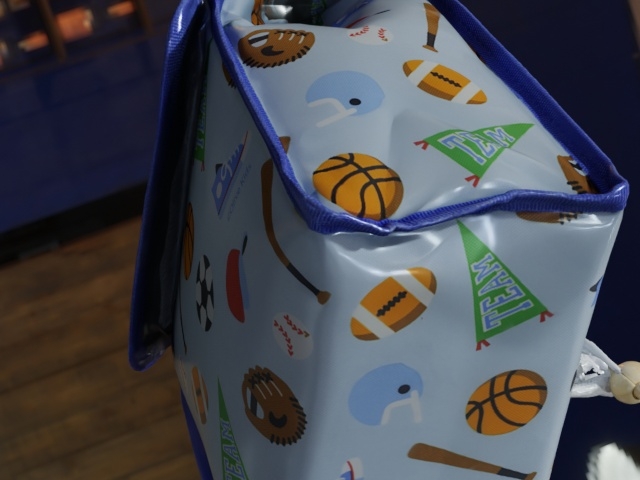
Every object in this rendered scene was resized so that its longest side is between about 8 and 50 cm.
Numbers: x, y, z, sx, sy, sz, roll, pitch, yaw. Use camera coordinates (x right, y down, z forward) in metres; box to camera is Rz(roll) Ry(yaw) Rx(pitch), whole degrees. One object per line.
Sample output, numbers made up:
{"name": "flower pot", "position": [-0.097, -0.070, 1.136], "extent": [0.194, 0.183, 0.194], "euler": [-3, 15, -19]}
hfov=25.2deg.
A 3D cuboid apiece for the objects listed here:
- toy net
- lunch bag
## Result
{"name": "toy net", "position": [0.244, 0.091, 0.947], "extent": [0.122, 0.232, 0.045], "euler": [-8, 106, -62]}
{"name": "lunch bag", "position": [0.000, 0.000, 0.972], "extent": [0.385, 0.239, 0.327], "euler": [-115, -151, -50]}
